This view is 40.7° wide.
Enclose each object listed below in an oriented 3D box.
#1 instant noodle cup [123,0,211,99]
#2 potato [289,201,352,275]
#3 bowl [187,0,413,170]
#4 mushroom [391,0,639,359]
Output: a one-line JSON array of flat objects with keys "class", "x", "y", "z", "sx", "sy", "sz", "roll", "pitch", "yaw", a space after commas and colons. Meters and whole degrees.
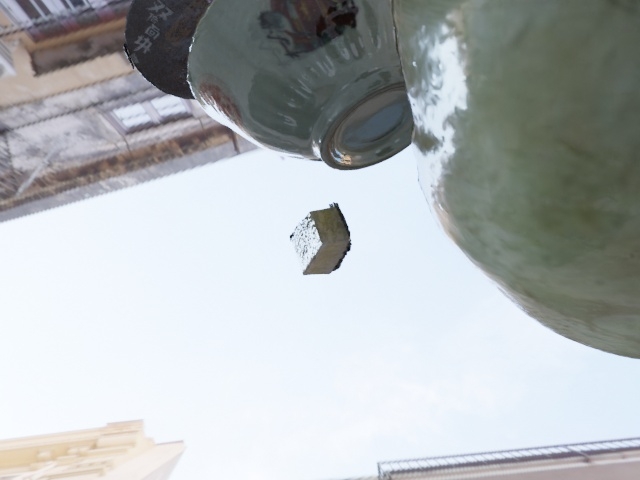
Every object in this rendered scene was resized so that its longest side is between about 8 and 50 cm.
[{"class": "instant noodle cup", "x": -0.208, "y": -0.372, "z": 1.424, "sx": 0.218, "sy": 0.207, "sz": 0.217, "roll": -3, "pitch": -54, "yaw": -4}, {"class": "potato", "x": 0.001, "y": -0.001, "z": 1.368, "sx": 0.061, "sy": 0.122, "sz": 0.086, "roll": -15, "pitch": -111, "yaw": -24}, {"class": "bowl", "x": 0.034, "y": -0.183, "z": 0.966, "sx": 0.337, "sy": 0.337, "sz": 0.157, "roll": -27, "pitch": -115, "yaw": -4}, {"class": "mushroom", "x": 0.186, "y": -0.106, "z": 0.440, "sx": 0.352, "sy": 0.260, "sz": 0.352, "roll": -11, "pitch": -69, "yaw": -31}]
